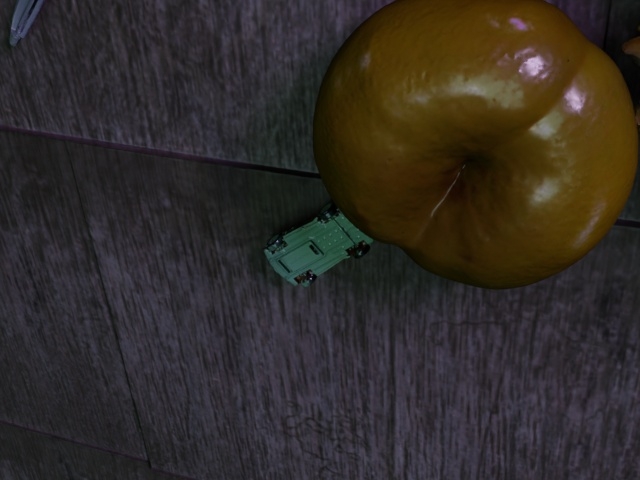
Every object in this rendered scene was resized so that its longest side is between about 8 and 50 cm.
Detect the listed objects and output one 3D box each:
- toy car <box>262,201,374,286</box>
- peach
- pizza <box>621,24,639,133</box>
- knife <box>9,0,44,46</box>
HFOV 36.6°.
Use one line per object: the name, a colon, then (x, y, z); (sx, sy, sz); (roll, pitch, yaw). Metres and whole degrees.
toy car: (0.000, 0.000, 0.923); (0.122, 0.035, 0.059); (-31, 110, 30)
peach: (0.116, -0.074, 0.731); (0.251, 0.153, 0.251); (21, 147, 14)
pizza: (0.342, -0.125, 0.477); (0.392, 0.080, 0.435); (44, 156, 32)
knife: (-0.238, -0.238, 0.850); (0.022, 0.026, 0.184); (8, 142, -36)
